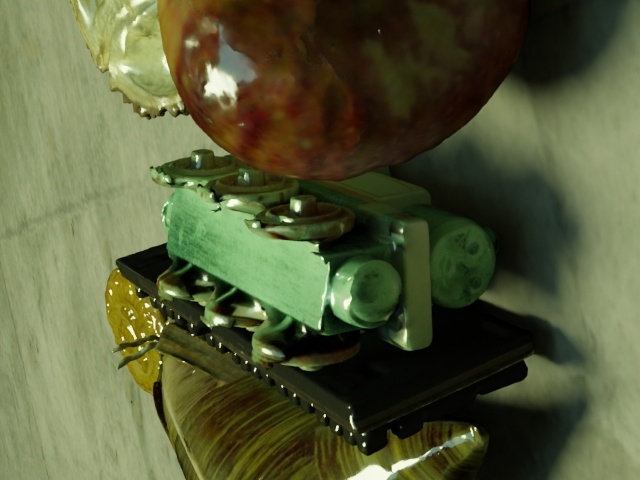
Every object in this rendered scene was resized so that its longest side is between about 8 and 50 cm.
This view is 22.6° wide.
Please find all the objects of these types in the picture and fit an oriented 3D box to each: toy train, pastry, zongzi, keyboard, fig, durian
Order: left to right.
[{"bbox_3d":[-0.103,0.053,1.079,0.097,0.057,0.109,49,146,37],"label":"pastry"},{"bbox_3d":[-0.058,-0.153,0.844,0.188,0.091,0.148,-43,71,46],"label":"durian"},{"bbox_3d":[-0.015,0.037,0.815,0.317,0.106,0.027,25,132,63],"label":"keyboard"},{"bbox_3d":[-0.005,-0.110,0.693,0.160,0.143,0.231,-67,23,3],"label":"fig"},{"bbox_3d":[-0.004,0.076,0.827,0.247,0.111,0.241,63,143,34],"label":"zongzi"},{"bbox_3d":[0.000,0.000,0.747,0.194,0.125,0.080,23,120,57],"label":"toy train"}]
